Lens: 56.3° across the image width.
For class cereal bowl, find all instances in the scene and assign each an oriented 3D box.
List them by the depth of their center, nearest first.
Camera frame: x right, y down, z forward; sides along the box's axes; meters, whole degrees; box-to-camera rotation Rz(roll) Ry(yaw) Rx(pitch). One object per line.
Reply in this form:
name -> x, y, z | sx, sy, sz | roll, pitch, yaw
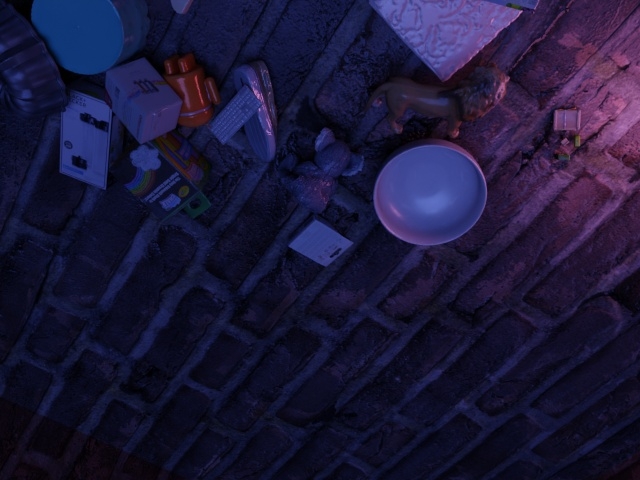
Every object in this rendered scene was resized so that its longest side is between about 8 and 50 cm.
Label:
cereal bowl -> 0.326, -0.162, 1.819 | 0.338, 0.141, 0.339 | 2, 123, 3

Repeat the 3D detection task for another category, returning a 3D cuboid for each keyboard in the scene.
keyboard -> -0.251, -0.360, 1.739 | 0.072, 0.014, 0.256 | 53, 141, -6

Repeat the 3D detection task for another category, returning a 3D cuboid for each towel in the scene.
towel -> 0.346, -0.637, 1.566 | 0.317, 0.053, 0.332 | 41, 117, -21

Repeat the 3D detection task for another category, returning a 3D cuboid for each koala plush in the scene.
koala plush -> 0.010, -0.212, 1.797 | 0.196, 0.203, 0.221 | 40, 105, -20

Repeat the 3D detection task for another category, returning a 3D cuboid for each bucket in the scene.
bucket -> -0.612, -0.585, 1.594 | 0.281, 0.183, 0.281 | 2, 121, 4

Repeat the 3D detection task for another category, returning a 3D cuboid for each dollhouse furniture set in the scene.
dollhouse furniture set -> 0.721, -0.314, 1.762 | 0.076, 0.058, 0.152 | 0, 104, 13

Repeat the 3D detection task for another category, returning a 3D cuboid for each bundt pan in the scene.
bundt pan -> -0.837, -0.469, 1.614 | 0.330, 0.124, 0.331 | 33, 146, 26

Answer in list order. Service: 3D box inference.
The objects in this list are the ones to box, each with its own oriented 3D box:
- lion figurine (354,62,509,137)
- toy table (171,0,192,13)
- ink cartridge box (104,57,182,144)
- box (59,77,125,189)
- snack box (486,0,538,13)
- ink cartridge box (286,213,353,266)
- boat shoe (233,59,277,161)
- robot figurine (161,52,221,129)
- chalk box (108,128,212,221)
lion figurine -> 0.293, -0.384, 1.624 | 0.392, 0.142, 0.240 | -2, 166, -1
toy table -> -0.342, -0.712, 1.478 | 0.161, 0.252, 0.274 | 40, 127, -1
ink cartridge box -> -0.491, -0.385, 1.654 | 0.176, 0.127, 0.128 | 50, 145, 8
box -> -0.690, -0.319, 1.810 | 0.169, 0.087, 0.290 | 22, 122, 5
snack box -> 0.409, -0.620, 1.435 | 0.207, 0.174, 0.070 | 12, 123, -4
ink cartridge box -> 0.000, 0.000, 2.020 | 0.179, 0.045, 0.145 | 29, 121, -35
boat shoe -> -0.167, -0.375, 1.745 | 0.109, 0.094, 0.302 | 26, 140, 38
robot figurine -> -0.380, -0.420, 1.717 | 0.158, 0.128, 0.220 | -21, 122, -16
chalk box -> -0.460, -0.196, 1.837 | 0.180, 0.179, 0.289 | -33, 116, 21
